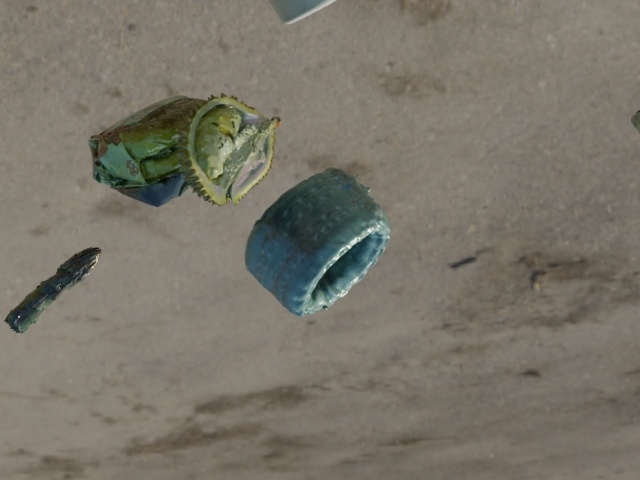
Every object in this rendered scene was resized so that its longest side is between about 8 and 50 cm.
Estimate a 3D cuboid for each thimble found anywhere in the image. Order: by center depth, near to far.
[{"bbox_3d":[0.000,0.000,1.479,0.235,0.143,0.198,-51,159,10],"label":"thimble"}]

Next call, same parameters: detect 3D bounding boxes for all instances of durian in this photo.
[{"bbox_3d":[-0.131,-0.138,1.320,0.102,0.146,0.208,-11,-159,47],"label":"durian"}]

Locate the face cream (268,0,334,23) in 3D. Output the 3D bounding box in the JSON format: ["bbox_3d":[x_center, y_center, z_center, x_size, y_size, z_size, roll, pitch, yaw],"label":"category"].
[{"bbox_3d":[-0.088,-0.448,1.167,0.173,0.081,0.349,-4,123,58],"label":"face cream"}]

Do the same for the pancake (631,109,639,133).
[{"bbox_3d":[0.321,-0.020,0.613,0.266,0.244,0.057,-41,156,0],"label":"pancake"}]

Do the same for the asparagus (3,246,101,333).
[{"bbox_3d":[-0.342,0.062,1.193,0.165,0.036,0.030,-38,169,12],"label":"asparagus"}]

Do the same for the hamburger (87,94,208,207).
[{"bbox_3d":[-0.235,-0.155,1.470,0.235,0.214,0.125,8,131,47],"label":"hamburger"}]
